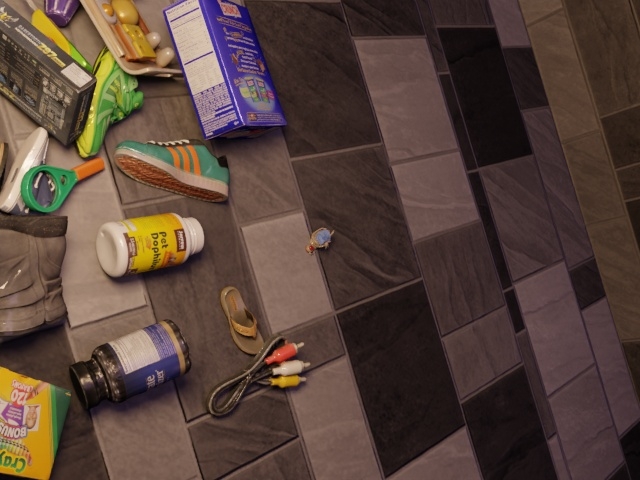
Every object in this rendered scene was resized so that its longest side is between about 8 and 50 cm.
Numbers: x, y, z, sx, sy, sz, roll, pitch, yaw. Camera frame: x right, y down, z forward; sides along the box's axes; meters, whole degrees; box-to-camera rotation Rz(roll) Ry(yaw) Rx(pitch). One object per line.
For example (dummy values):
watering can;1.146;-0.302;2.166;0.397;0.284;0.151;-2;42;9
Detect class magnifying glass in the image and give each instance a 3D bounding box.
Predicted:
magnifying glass;-0.519;-0.125;1.457;0.231;0.026;0.092;-44;127;-58

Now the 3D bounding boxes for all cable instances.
cable;-0.143;0.311;1.679;0.287;0.072;0.140;-18;109;-45

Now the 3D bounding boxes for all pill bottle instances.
pill bottle;-0.362;0.005;1.546;0.214;0.117;0.117;-13;87;-43
pill bottle;-0.383;0.252;1.447;0.219;0.122;0.123;-22;93;-30

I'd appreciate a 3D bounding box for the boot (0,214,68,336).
boot;-0.570;0.068;1.264;0.338;0.118;0.223;-5;97;-61

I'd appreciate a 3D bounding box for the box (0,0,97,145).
box;-0.550;-0.317;1.382;0.232;0.183;0.059;40;52;-2

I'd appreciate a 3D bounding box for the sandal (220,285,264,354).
sandal;-0.181;0.191;1.702;0.072;0.049;0.180;-31;103;-42

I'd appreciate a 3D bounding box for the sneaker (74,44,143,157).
sneaker;-0.449;-0.307;1.560;0.123;0.109;0.296;27;61;-29

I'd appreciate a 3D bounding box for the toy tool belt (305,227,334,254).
toy tool belt;0.000;0.000;1.915;0.083;0.051;0.052;-45;108;-39

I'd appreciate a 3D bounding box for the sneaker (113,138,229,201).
sneaker;-0.334;-0.183;1.639;0.302;0.108;0.121;20;65;-45

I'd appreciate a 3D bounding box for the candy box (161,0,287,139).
candy box;-0.222;-0.408;1.716;0.268;0.122;0.318;-24;97;-70

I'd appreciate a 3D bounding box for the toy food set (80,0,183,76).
toy food set;-0.409;-0.496;1.579;0.306;0.092;0.220;59;18;-3

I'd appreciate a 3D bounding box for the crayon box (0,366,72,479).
crayon box;-0.562;0.308;1.230;0.278;0.081;0.166;50;44;-59

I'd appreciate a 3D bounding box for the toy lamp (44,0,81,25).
toy lamp;-0.548;-0.595;1.575;0.080;0.080;0.275;24;61;-35

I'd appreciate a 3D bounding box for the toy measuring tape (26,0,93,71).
toy measuring tape;-0.601;-0.421;1.477;0.330;0.121;0.121;49;50;0

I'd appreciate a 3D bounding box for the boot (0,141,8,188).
boot;-0.672;-0.116;1.344;0.136;0.077;0.198;14;53;-19

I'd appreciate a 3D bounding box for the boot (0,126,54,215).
boot;-0.571;-0.128;1.441;0.086;0.069;0.190;35;63;-41
